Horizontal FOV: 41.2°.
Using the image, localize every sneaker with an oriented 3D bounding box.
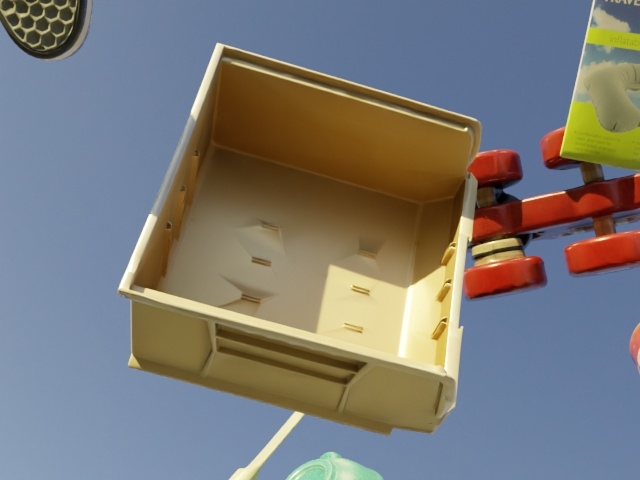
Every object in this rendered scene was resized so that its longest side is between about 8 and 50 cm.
[{"bbox_3d":[-0.200,-0.233,0.675,0.086,0.163,0.226,-17,-98,10],"label":"sneaker"}]

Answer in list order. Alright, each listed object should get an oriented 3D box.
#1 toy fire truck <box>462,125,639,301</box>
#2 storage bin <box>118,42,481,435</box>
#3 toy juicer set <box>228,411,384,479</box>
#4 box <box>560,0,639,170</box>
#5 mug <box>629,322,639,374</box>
[{"bbox_3d":[0.287,-0.025,1.064,0.302,0.254,0.169,-14,-100,22],"label":"toy fire truck"},{"bbox_3d":[0.000,0.000,0.708,0.260,0.262,0.123,15,-37,-3],"label":"storage bin"},{"bbox_3d":[-0.023,0.302,0.874,0.089,0.209,0.329,57,-15,-18],"label":"toy juicer set"},{"bbox_3d":[0.284,-0.152,0.747,0.109,0.042,0.178,13,-73,16],"label":"box"},{"bbox_3d":[0.394,0.158,0.833,0.150,0.169,0.113,12,-56,2],"label":"mug"}]
